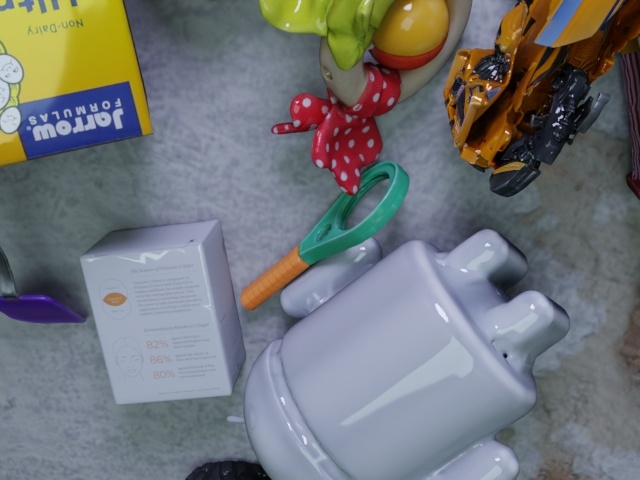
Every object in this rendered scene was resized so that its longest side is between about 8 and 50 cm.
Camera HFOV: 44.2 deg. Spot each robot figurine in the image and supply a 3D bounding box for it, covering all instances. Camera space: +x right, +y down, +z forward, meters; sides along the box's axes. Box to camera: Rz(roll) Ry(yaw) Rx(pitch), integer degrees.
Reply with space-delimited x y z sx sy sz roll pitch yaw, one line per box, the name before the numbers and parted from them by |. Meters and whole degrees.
robot figurine | 0.068 0.138 0.782 0.354 0.200 0.299 -37 61 15
robot figurine | 0.189 -0.180 0.648 0.085 0.211 0.291 20 124 -13

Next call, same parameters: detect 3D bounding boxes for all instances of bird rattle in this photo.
bird rattle | 0.057 -0.170 0.706 0.207 0.143 0.253 -32 140 -14

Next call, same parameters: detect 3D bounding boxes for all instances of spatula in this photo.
spatula | -0.330 0.013 0.786 0.084 0.030 0.296 -3 141 10

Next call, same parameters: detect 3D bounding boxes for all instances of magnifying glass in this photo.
magnifying glass | 0.000 0.000 0.814 0.026 0.092 0.231 38 118 -22

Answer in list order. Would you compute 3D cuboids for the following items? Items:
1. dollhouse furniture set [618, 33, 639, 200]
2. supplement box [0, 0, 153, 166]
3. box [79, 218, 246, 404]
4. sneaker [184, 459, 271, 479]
dollhouse furniture set | 0.453 -0.163 0.679 0.375 0.152 0.201 -13 106 9
supplement box | -0.278 -0.255 0.656 0.194 0.195 0.356 -14 112 -9
box | -0.162 0.075 0.841 0.130 0.091 0.170 -6 107 7
sneaker | -0.036 0.358 0.915 0.284 0.107 0.124 18 123 7
